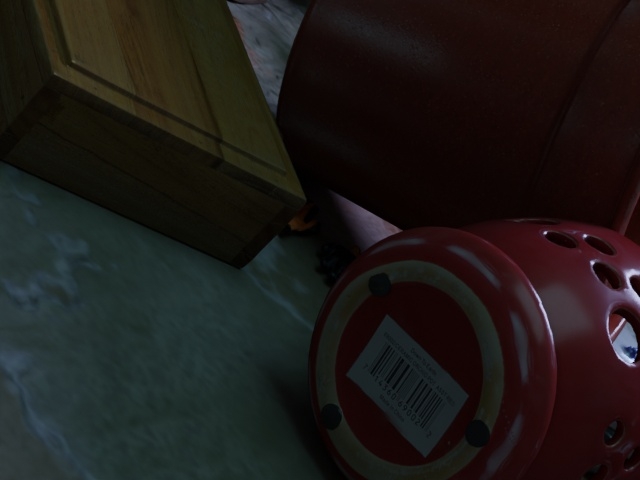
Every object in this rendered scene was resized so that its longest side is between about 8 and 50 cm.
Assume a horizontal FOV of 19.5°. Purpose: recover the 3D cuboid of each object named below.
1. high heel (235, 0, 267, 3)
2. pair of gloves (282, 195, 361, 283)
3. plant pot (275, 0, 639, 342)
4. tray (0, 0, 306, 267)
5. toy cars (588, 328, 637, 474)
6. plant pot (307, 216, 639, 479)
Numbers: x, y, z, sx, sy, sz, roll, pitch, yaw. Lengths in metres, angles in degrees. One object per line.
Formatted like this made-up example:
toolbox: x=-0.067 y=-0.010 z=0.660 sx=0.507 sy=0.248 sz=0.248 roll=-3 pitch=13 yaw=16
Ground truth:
high heel: x=0.030 y=-0.301 z=1.642 sx=0.127 sy=0.181 sz=0.377 roll=45 pitch=23 yaw=0
pair of gloves: x=0.000 y=0.000 z=1.296 sx=0.083 sy=0.010 sz=0.074 roll=48 pitch=21 yaw=2
plant pot: x=0.129 y=-0.093 z=1.317 sx=0.265 sy=0.272 sz=0.272 roll=25 pitch=18 yaw=17
tray: x=-0.153 y=-0.175 z=1.259 sx=0.203 sy=0.076 sz=0.411 roll=26 pitch=28 yaw=-38
toy cars: x=0.200 y=0.040 z=1.465 sx=0.176 sy=0.087 sz=0.393 roll=32 pitch=25 yaw=-26
plant pot: x=0.103 y=0.077 z=1.108 sx=0.174 sy=0.191 sz=0.191 roll=7 pitch=42 yaw=-52
